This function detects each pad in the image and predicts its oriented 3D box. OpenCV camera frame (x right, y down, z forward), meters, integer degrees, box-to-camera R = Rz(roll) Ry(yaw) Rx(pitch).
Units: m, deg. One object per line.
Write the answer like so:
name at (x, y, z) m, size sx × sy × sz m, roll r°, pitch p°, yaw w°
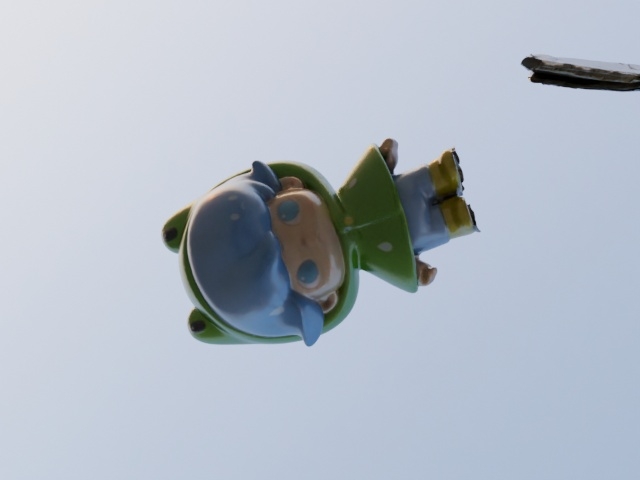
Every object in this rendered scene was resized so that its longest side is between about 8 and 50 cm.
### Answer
pad at (0.250, -0.134, 1.123) m, size 0.174 × 0.233 × 0.022 m, roll 7°, pitch -80°, yaw 7°

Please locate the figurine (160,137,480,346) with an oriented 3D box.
figurine at (0.000, 0.000, 1.160) m, size 0.263 × 0.143 × 0.162 m, roll -17°, pitch -89°, yaw 6°
